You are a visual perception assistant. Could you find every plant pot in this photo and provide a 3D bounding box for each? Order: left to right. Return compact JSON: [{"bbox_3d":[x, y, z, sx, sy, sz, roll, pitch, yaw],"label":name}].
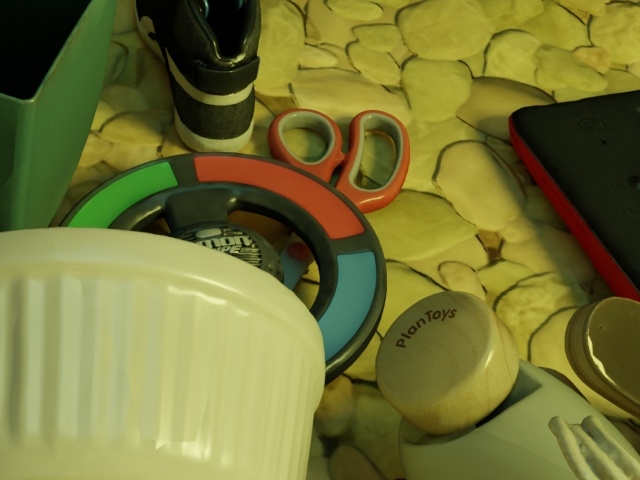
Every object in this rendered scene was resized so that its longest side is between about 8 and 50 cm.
[{"bbox_3d":[-0.234,-0.071,1.110,0.165,0.234,0.166,17,45,4],"label":"plant pot"}]

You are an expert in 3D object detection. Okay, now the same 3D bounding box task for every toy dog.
[{"bbox_3d":[0.120,0.172,0.989,0.220,0.161,0.334,42,4,-22],"label":"toy dog"}]

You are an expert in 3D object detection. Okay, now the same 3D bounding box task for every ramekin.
[{"bbox_3d":[-0.130,0.117,0.933,0.273,0.273,0.127,3,57,-9],"label":"ramekin"}]

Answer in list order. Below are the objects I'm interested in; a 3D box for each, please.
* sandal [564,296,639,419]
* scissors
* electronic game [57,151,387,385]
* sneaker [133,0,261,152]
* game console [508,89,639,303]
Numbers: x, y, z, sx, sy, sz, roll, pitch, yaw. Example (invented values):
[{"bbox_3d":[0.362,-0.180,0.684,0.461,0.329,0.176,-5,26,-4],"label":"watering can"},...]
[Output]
[{"bbox_3d":[0.236,0.119,1.130,0.240,0.079,0.088,37,64,-17],"label":"sandal"},{"bbox_3d":[0.000,0.000,1.243,0.109,0.021,0.297,12,43,-1],"label":"scissors"},{"bbox_3d":[-0.070,0.023,1.171,0.229,0.048,0.229,1,46,-1],"label":"electronic game"},{"bbox_3d":[-0.086,-0.179,1.334,0.079,0.121,0.217,-5,46,-19],"label":"sneaker"},{"bbox_3d":[0.376,-0.017,1.318,0.386,0.060,0.342,-10,48,-22],"label":"game console"}]
